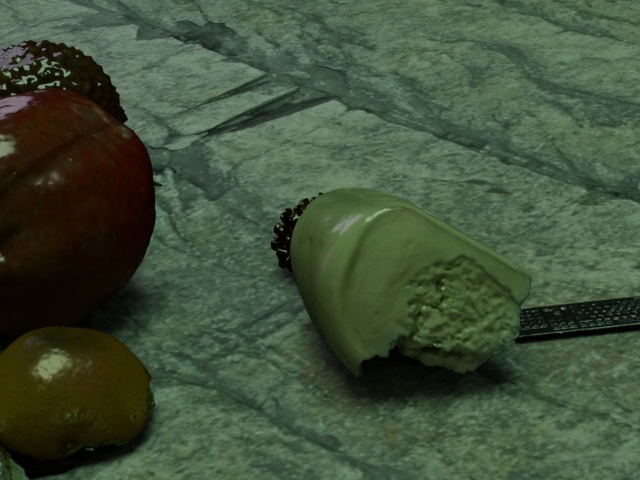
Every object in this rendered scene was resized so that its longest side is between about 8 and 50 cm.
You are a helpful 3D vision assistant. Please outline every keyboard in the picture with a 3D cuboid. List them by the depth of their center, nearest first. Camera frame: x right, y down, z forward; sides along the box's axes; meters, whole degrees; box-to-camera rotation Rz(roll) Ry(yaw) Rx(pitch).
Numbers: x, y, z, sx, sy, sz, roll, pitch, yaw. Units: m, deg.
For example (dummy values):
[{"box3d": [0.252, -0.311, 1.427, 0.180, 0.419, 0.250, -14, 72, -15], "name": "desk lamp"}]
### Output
[{"box3d": [0.285, 0.074, 1.733, 0.198, 0.010, 0.064, -6, 25, -5], "name": "keyboard"}]

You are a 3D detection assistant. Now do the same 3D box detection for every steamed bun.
[{"box3d": [0.068, 0.047, 1.681, 0.200, 0.170, 0.225, 23, 4, -16], "name": "steamed bun"}]

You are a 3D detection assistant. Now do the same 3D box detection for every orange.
[{"box3d": [-0.235, 0.134, 1.584, 0.160, 0.112, 0.170, 7, 41, 19], "name": "orange"}]

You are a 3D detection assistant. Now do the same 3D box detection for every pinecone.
[{"box3d": [0.002, -0.003, 1.833, 0.102, 0.102, 0.109, -27, 25, -38], "name": "pinecone"}]

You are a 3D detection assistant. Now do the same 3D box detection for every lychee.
[{"box3d": [-0.327, -0.143, 2.037, 0.200, 0.200, 0.238, -10, 17, -13], "name": "lychee"}]

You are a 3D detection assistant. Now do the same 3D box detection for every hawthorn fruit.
[{"box3d": [-0.299, -0.031, 1.766, 0.258, 0.258, 0.262, 11, 58, 26], "name": "hawthorn fruit"}]

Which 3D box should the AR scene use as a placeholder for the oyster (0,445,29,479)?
[{"box3d": [-0.351, 0.226, 1.431, 0.198, 0.112, 0.267, 26, 26, 10], "name": "oyster"}]
